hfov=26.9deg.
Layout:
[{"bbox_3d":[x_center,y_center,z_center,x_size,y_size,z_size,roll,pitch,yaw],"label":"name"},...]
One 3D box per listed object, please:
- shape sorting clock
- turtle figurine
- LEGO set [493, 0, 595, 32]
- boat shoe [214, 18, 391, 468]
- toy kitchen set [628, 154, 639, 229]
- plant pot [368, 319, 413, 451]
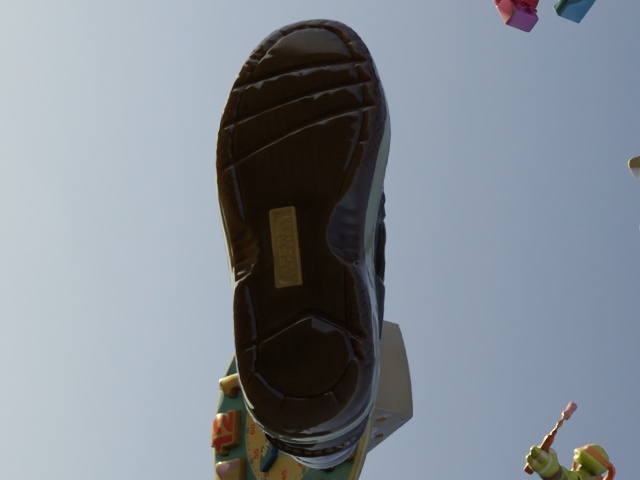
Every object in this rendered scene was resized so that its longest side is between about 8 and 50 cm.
[{"bbox_3d":[-0.027,0.135,1.021,0.206,0.040,0.206,-30,-127,52],"label":"shape sorting clock"},{"bbox_3d":[0.273,0.316,1.529,0.087,0.217,0.269,33,-9,30],"label":"turtle figurine"},{"bbox_3d":[0.149,-0.234,0.895,0.093,0.087,0.227,-55,-146,33],"label":"LEGO set"},{"bbox_3d":[-0.008,0.000,0.720,0.095,0.095,0.257,75,16,-55],"label":"boat shoe"},{"bbox_3d":[0.353,0.007,1.184,0.122,0.207,0.166,-11,-101,16],"label":"toy kitchen set"},{"bbox_3d":[0.023,0.138,1.229,0.109,0.109,0.096,-43,-127,24],"label":"plant pot"}]
